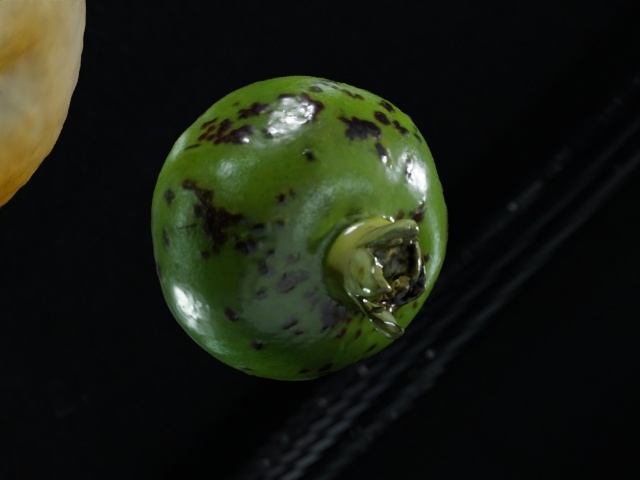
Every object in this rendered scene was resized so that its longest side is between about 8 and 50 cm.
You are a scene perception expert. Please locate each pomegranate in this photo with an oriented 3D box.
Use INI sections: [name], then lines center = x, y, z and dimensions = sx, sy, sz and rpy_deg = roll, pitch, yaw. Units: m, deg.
[pomegranate]
center = 0.000, 0.000, 1.305
dimensions = 0.211, 0.263, 0.211
rpy_deg = -12, -67, -30

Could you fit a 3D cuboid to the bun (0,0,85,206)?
[bun]
center = -0.210, -0.044, 0.542
dimensions = 0.299, 0.164, 0.299
rpy_deg = 0, -21, 0
